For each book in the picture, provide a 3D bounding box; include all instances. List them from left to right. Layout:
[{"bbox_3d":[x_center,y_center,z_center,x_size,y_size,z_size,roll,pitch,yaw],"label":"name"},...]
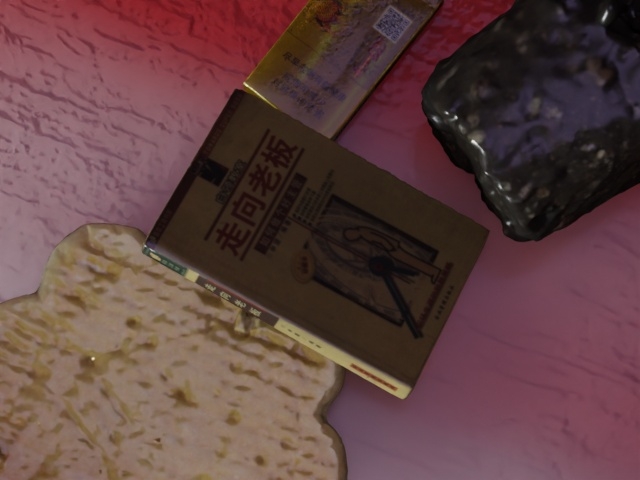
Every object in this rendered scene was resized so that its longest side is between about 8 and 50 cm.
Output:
[{"bbox_3d":[0.000,0.000,1.502,0.231,0.026,0.161,29,61,0],"label":"book"}]

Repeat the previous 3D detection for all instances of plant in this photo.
[{"bbox_3d":[0.245,-0.135,1.489,0.320,0.181,0.194,-35,81,-1],"label":"plant"}]

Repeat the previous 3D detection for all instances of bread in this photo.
[{"bbox_3d":[-0.128,0.131,1.501,0.316,0.054,0.316,0,78,1],"label":"bread"}]

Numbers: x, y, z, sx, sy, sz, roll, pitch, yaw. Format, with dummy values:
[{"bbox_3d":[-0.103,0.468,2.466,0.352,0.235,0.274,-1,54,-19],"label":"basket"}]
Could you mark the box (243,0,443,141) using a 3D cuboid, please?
[{"bbox_3d":[0.019,-0.157,1.570,0.089,0.022,0.156,36,81,5],"label":"box"}]
